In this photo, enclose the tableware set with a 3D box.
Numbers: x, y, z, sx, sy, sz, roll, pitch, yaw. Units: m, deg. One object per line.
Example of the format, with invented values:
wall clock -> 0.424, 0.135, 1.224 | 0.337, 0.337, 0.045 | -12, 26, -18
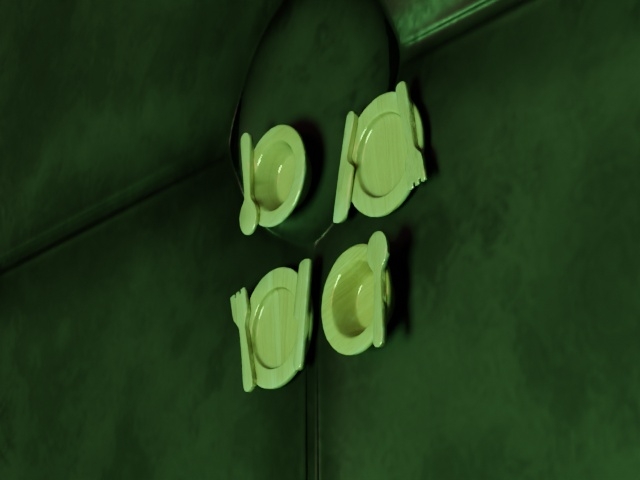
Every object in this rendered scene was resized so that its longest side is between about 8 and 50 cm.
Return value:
tableware set -> 0.000, 0.000, 1.009 | 0.168, 0.020, 0.141 | -18, 66, 53
